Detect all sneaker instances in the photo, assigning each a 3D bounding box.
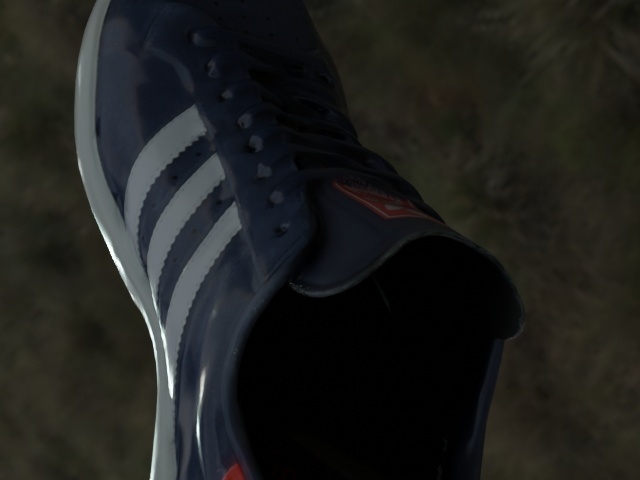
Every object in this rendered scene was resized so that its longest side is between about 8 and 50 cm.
[{"bbox_3d":[0.000,0.000,0.720,0.148,0.131,0.350,-46,46,45],"label":"sneaker"}]
